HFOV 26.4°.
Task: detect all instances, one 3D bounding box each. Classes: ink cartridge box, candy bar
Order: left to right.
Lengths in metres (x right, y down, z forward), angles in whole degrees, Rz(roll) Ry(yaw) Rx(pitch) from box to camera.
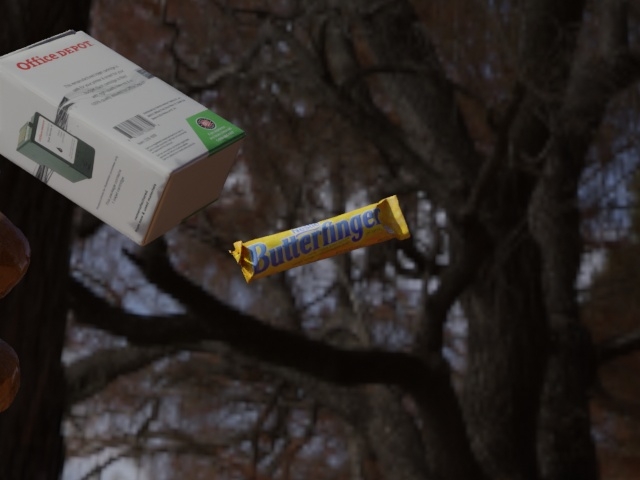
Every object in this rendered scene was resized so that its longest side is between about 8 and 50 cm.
[{"bbox_3d":[-0.280,-0.143,1.815,0.289,0.211,0.121,32,-60,12],"label":"ink cartridge box"},{"bbox_3d":[0.000,0.000,1.166,0.161,0.040,0.018,-16,-13,-21],"label":"candy bar"}]

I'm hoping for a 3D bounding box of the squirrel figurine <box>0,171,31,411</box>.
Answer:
[{"bbox_3d":[-0.394,0.016,0.924,0.397,0.370,0.281,1,-44,-5],"label":"squirrel figurine"}]
